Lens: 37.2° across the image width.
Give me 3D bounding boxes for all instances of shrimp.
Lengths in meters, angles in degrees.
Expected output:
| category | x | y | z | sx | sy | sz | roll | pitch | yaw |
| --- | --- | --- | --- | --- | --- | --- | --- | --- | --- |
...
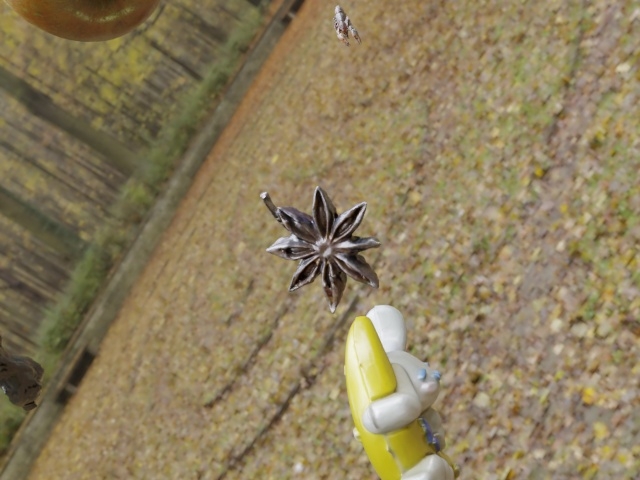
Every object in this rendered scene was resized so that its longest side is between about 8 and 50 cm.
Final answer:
| category | x | y | z | sx | sy | sz | roll | pitch | yaw |
| --- | --- | --- | --- | --- | --- | --- | --- | --- | --- |
| shrimp | 0.047 | -0.424 | 1.900 | 0.038 | 0.092 | 0.029 | -32 | -15 | 12 |

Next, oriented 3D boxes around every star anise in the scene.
| category | x | y | z | sx | sy | sz | roll | pitch | yaw |
| --- | --- | --- | --- | --- | --- | --- | --- | --- | --- |
| star anise | 0.000 | 0.000 | 1.683 | 0.230 | 0.262 | 0.081 | -52 | -2 | 30 |

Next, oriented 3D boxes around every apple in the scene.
| category | x | y | z | sx | sy | sz | roll | pitch | yaw |
| --- | --- | --- | --- | --- | --- | --- | --- | --- | --- |
| apple | -0.313 | -0.371 | 1.227 | 0.237 | 0.237 | 0.207 | -52 | 56 | 24 |

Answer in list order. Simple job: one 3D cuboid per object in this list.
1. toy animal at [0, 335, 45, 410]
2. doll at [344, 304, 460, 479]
| category | x | y | z | sx | sy | sz | roll | pitch | yaw |
| --- | --- | --- | --- | --- | --- | --- | --- | --- | --- |
| toy animal | -0.460 | 0.098 | 1.104 | 0.343 | 0.168 | 0.106 | 70 | -167 | -51 |
| doll | 0.093 | 0.191 | 1.105 | 0.111 | 0.237 | 0.252 | -27 | -6 | 14 |
